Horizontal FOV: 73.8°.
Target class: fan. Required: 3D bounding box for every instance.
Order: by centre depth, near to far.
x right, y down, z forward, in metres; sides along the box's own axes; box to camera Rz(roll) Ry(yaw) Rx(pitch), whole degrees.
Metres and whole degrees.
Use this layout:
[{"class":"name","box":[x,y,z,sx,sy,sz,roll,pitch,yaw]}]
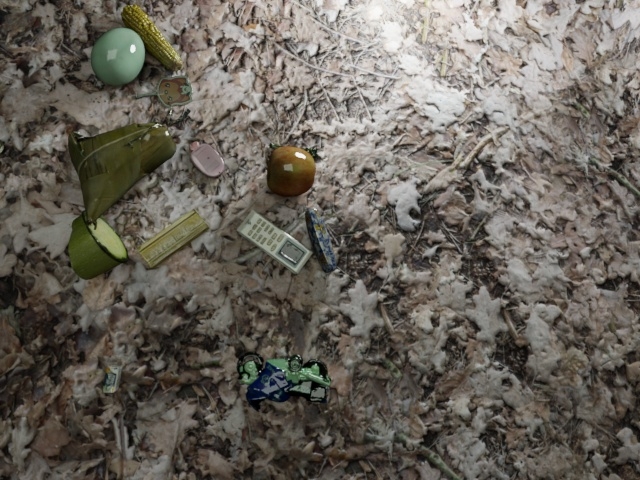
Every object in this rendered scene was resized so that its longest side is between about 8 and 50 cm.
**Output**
[{"class":"fan","box":[-0.612,-0.579,1.668,0.220,0.009,0.132,-11,80,-9]}]

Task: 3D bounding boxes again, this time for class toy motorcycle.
[{"class":"toy motorcycle","box":[-0.130,0.493,1.471,0.331,0.125,0.196,7,80,-2]}]

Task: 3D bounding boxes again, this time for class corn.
[{"class":"corn","box":[-0.661,-0.792,1.663,0.097,0.097,0.320,-41,89,-12]}]

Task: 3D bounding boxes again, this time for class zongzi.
[{"class":"zongzi","box":[-0.619,-0.263,1.480,0.447,0.181,0.418,-21,55,-11]}]

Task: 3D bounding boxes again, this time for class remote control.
[{"class":"remote control","box":[-0.170,0.007,1.586,0.277,0.055,0.103,36,78,1]}]

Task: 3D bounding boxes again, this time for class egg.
[{"class":"egg","box":[-0.752,-0.685,1.590,0.168,0.168,0.231,23,74,-2]}]

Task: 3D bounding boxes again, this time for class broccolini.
[{"class":"broccolini","box":[-0.107,-0.345,1.660,0.201,0.058,0.074,16,71,-5]}]

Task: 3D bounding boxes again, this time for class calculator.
[{"class":"calculator","box":[-0.438,-0.312,1.630,0.103,0.024,0.166,-44,88,-12]}]

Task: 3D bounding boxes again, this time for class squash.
[{"class":"squash","box":[-0.764,0.008,1.441,0.133,0.220,0.220,-27,83,-1]}]

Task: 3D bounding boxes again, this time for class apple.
[{"class":"apple","box":[-0.108,-0.253,1.577,0.174,0.188,0.188,3,79,-12]}]

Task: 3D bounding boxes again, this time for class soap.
[{"class":"soap","box":[-0.535,-0.008,1.554,0.252,0.037,0.092,-38,85,-11]}]

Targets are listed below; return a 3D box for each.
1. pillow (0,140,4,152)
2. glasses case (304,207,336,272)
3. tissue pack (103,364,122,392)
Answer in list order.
[{"class":"pillow","box":[-1.257,-0.311,1.525,0.217,0.033,0.130,-43,90,-13]},{"class":"glasses case","box":[0.000,0.000,1.592,0.065,0.087,0.248,-15,80,-22]},{"class":"tissue pack","box":[-0.697,0.464,1.430,0.042,0.062,0.083,7,79,-11]}]
